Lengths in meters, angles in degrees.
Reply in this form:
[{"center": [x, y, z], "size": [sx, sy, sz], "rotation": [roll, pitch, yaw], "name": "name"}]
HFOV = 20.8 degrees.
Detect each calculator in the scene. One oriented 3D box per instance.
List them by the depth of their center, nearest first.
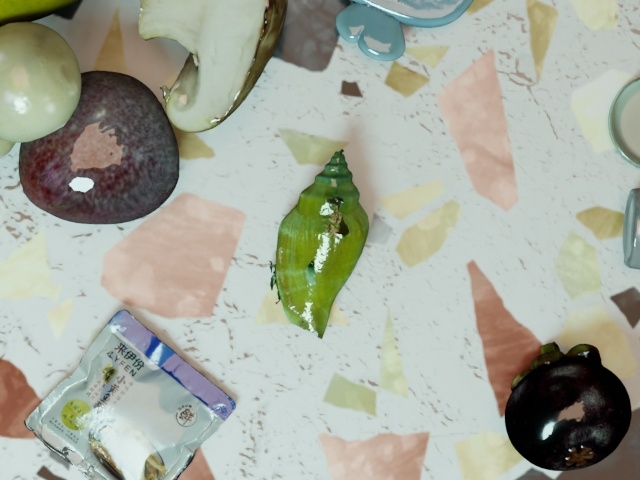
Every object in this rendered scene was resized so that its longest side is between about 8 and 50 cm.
[{"center": [0.104, -0.345, 1.938], "size": [0.188, 0.042, 0.302], "rotation": [24, 87, -1], "name": "calculator"}]

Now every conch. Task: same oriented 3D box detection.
[{"center": [0.001, -0.001, 1.908], "size": [0.095, 0.079, 0.201], "rotation": [27, 96, 19], "name": "conch"}]

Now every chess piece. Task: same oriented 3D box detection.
[{"center": [-0.379, -0.132, 1.805], "size": [0.300, 0.167, 0.167], "rotation": [-19, 88, 24], "name": "chess piece"}]

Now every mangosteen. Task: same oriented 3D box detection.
[{"center": [0.264, 0.174, 1.884], "size": [0.137, 0.137, 0.151], "rotation": [-7, 53, -1], "name": "mangosteen"}]

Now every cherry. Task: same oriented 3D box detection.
[{"center": [-0.237, -0.100, 1.865], "size": [0.176, 0.140, 0.176], "rotation": [7, 76, -28], "name": "cherry"}]

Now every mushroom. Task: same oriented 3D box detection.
[{"center": [-0.099, -0.259, 1.879], "size": [0.156, 0.151, 0.285], "rotation": [7, 97, 21], "name": "mushroom"}]

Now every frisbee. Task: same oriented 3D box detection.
[{"center": [0.375, -0.131, 1.946], "size": [0.110, 0.014, 0.110], "rotation": [0, 86, -1], "name": "frisbee"}]

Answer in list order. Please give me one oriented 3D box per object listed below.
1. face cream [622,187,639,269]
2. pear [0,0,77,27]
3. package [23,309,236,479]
[{"center": [0.471, -0.006, 1.914], "size": [0.269, 0.073, 0.107], "rotation": [4, 95, -2], "name": "face cream"}, {"center": [-0.313, -0.323, 1.796], "size": [0.386, 0.340, 0.191], "rotation": [-23, 105, 20], "name": "pear"}, {"center": [-0.209, 0.191, 1.914], "size": [0.171, 0.027, 0.173], "rotation": [40, 91, 1], "name": "package"}]
